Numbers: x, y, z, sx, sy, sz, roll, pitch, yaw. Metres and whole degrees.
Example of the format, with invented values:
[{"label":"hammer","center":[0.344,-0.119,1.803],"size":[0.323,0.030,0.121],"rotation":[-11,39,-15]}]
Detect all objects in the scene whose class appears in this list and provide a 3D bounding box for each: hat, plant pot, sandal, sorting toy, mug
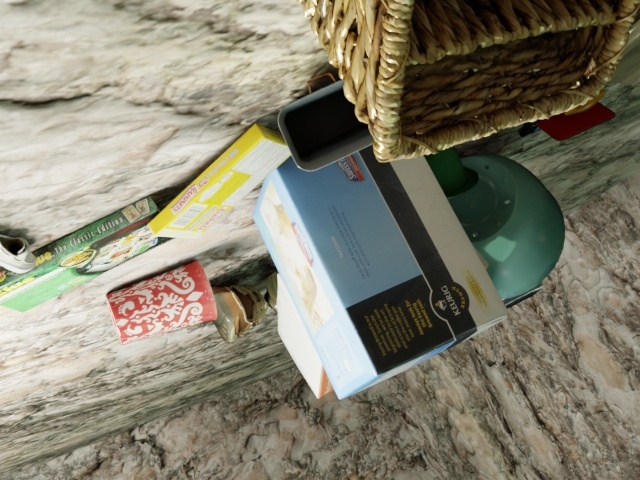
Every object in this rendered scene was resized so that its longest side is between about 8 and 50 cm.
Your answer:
[{"label":"hat","center":[0.183,-0.178,1.269],"size":[0.172,0.184,0.208],"rotation":[-17,-154,-14]},{"label":"plant pot","center":[0.337,-0.047,1.531],"size":[0.293,0.293,0.235],"rotation":[-31,152,15]},{"label":"sandal","center":[-0.092,0.140,1.682],"size":[0.060,0.090,0.219],"rotation":[-52,-174,7]},{"label":"sorting toy","center":[0.558,-0.344,1.323],"size":[0.196,0.047,0.347],"rotation":[-10,158,-39]},{"label":"mug","center":[-0.282,0.120,1.307],"size":[0.169,0.113,0.150],"rotation":[-18,162,-20]}]

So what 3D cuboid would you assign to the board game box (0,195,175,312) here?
[{"label":"board game box","center":[-0.331,0.024,1.031],"size":[0.259,0.030,0.136],"rotation":[-26,168,-4]}]

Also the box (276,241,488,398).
[{"label":"box","center":[0.107,0.110,1.375],"size":[0.345,0.168,0.215],"rotation":[-24,149,-18]}]

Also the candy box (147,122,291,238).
[{"label":"candy box","center":[-0.130,-0.074,0.995],"size":[0.206,0.027,0.105],"rotation":[-40,166,16]}]

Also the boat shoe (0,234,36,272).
[{"label":"boat shoe","center":[-0.372,0.013,0.902],"size":[0.035,0.035,0.100],"rotation":[-26,160,6]}]

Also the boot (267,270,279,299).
[{"label":"boot","center":[0.020,0.068,1.636],"size":[0.236,0.089,0.269],"rotation":[-11,177,14]}]

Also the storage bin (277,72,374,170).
[{"label":"storage bin","center":[0.010,-0.154,0.914],"size":[0.135,0.098,0.091],"rotation":[-26,-166,-6]}]

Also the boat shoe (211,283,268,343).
[{"label":"boat shoe","center":[-0.179,0.139,1.585],"size":[0.119,0.123,0.324],"rotation":[-30,175,-12]}]

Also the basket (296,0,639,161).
[{"label":"basket","center":[0.151,-0.230,0.596],"size":[0.299,0.223,0.213],"rotation":[-18,164,-31]}]

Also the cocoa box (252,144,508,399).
[{"label":"cocoa box","center":[0.074,0.030,1.137],"size":[0.227,0.347,0.231],"rotation":[-22,166,-19]}]

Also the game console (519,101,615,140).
[{"label":"game console","center":[0.504,-0.237,1.522],"size":[0.144,0.085,0.124],"rotation":[-24,166,-12]}]

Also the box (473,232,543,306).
[{"label":"box","center":[0.405,0.081,2.055],"size":[0.294,0.296,0.183],"rotation":[-27,166,2]}]
